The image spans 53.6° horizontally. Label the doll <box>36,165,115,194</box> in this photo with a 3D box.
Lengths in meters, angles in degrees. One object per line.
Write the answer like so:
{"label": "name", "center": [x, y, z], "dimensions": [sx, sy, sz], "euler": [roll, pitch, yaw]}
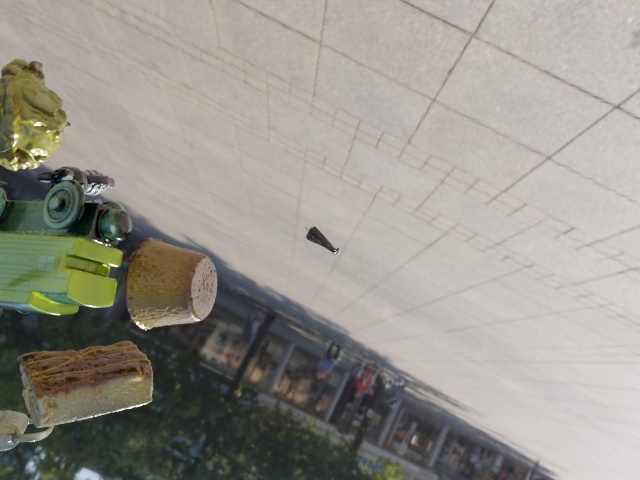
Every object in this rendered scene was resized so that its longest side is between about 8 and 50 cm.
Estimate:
{"label": "doll", "center": [-0.559, -0.135, 1.467], "dimensions": [0.090, 0.067, 0.219], "euler": [-3, 179, 15]}

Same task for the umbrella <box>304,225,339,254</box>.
{"label": "umbrella", "center": [0.001, 0.000, 1.213], "dimensions": [0.083, 0.031, 0.020], "euler": [36, -171, 7]}

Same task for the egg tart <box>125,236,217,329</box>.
{"label": "egg tart", "center": [-0.340, 0.101, 1.454], "dimensions": [0.170, 0.216, 0.215], "euler": [2, 162, 14]}

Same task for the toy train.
{"label": "toy train", "center": [-0.603, 0.021, 1.356], "dimensions": [0.441, 0.273, 0.179], "euler": [2, 168, 26]}

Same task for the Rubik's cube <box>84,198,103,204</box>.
{"label": "Rubik's cube", "center": [-0.838, -0.041, 2.216], "dimensions": [0.154, 0.151, 0.155], "euler": [-29, 177, 33]}

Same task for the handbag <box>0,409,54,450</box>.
{"label": "handbag", "center": [-0.786, 0.475, 1.583], "dimensions": [0.219, 0.079, 0.256], "euler": [8, 172, -20]}

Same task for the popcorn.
{"label": "popcorn", "center": [-0.700, -0.296, 1.504], "dimensions": [0.192, 0.266, 0.233], "euler": [6, -177, -35]}

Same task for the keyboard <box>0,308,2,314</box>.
{"label": "keyboard", "center": [-0.832, 0.076, 1.438], "dimensions": [0.016, 0.106, 0.262], "euler": [-33, 125, 24]}

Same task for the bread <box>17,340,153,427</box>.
{"label": "bread", "center": [-0.545, 0.324, 1.486], "dimensions": [0.274, 0.114, 0.184], "euler": [-2, -159, -38]}
